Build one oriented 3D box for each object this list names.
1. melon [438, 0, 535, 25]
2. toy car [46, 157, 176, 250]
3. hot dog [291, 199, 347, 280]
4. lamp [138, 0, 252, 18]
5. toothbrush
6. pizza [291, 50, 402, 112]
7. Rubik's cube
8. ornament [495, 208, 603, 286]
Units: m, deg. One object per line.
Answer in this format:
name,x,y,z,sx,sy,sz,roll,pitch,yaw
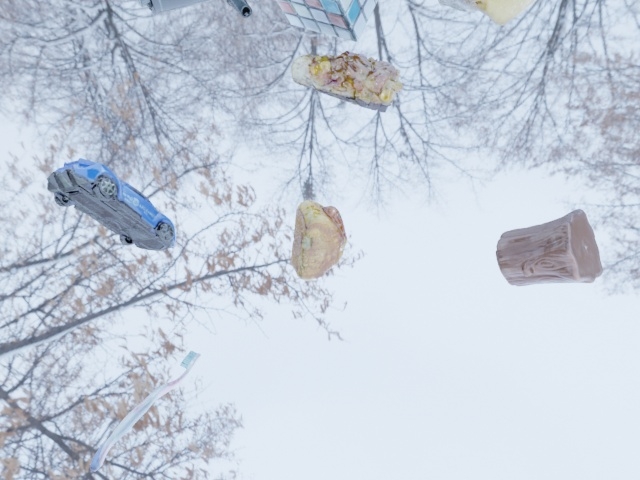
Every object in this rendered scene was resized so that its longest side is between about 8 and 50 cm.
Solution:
melon,0.113,-0.265,0.358,0.202,0.093,0.139,15,-156,-24
toy car,-0.311,-0.050,0.652,0.103,0.216,0.063,-5,-120,24
hot dog,0.000,0.000,1.284,0.153,0.257,0.150,-5,-144,-20
lamp,-0.412,-0.754,1.162,0.272,0.374,0.205,-35,-129,1
toothbrush,-0.260,0.249,0.647,0.027,0.021,0.269,21,-160,7
pizza,0.101,-0.466,1.183,0.408,0.114,0.278,-9,-140,-30
Rubik's cube,0.020,-0.751,1.133,0.259,0.253,0.256,28,-89,24
ornament,0.659,0.039,1.207,0.217,0.221,0.235,-16,-134,50
